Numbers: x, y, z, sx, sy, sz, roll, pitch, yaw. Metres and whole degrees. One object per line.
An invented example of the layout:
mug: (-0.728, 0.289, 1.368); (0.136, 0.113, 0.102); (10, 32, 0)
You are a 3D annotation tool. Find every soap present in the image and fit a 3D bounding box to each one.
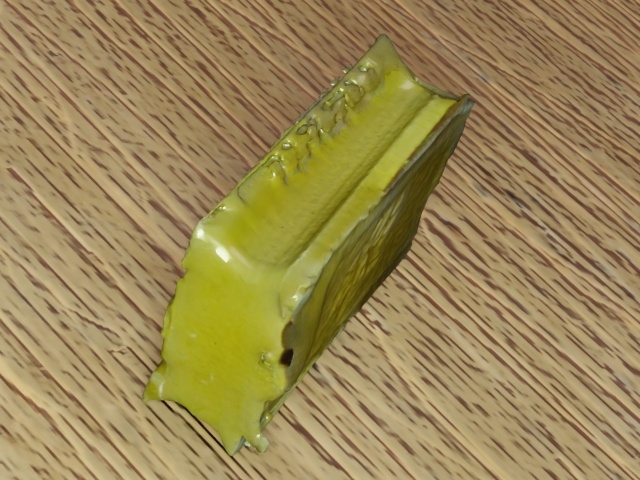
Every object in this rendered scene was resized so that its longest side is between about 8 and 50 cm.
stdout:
soap: (-0.001, -0.001, 1.006); (0.076, 0.135, 0.233); (29, 40, 9)
